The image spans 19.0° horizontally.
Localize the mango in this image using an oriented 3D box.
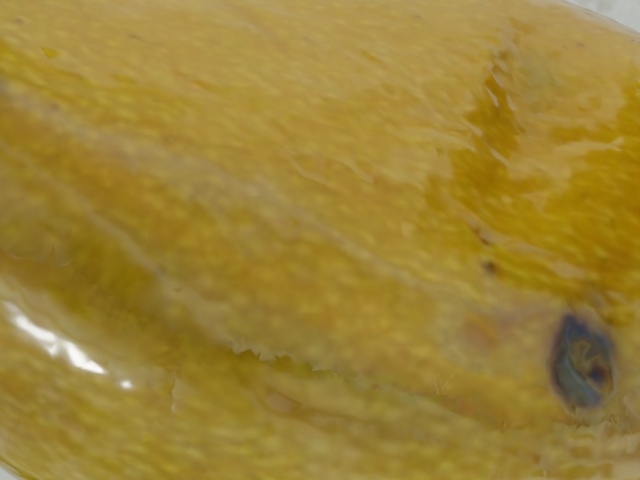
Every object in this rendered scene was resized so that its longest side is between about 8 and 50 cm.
[{"bbox_3d":[-0.001,0.004,0.405,0.262,0.157,0.109,11,132,-22],"label":"mango"}]
